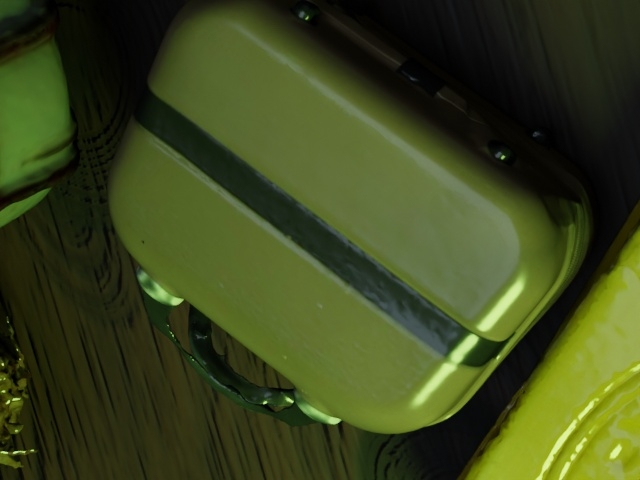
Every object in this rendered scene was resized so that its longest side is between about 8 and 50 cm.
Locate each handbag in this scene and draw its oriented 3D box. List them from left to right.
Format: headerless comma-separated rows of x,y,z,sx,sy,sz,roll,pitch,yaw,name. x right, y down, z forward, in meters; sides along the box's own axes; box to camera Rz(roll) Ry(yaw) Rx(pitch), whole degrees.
0.000,0.000,1.142,0.302,0.149,0.283,37,114,10,handbag

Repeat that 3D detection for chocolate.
-0.276,-0.105,1.182,0.283,0.186,0.284,39,138,46,chocolate

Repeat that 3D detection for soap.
0.211,0.142,1.106,0.204,0.096,0.324,35,112,12,soap

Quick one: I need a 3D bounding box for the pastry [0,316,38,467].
-0.346,0.131,1.253,0.274,0.275,0.193,8,110,22,pastry
